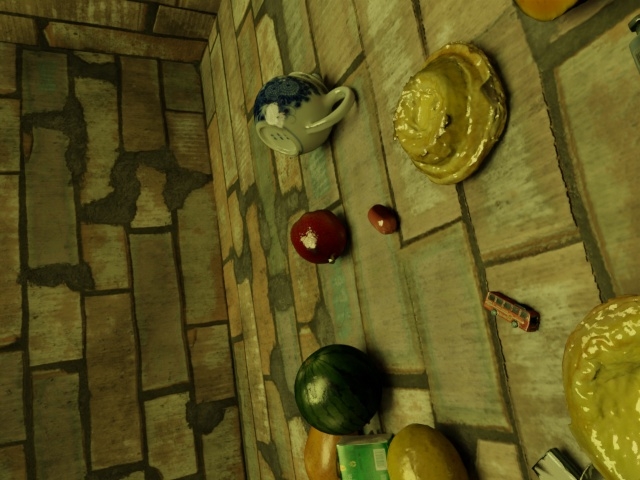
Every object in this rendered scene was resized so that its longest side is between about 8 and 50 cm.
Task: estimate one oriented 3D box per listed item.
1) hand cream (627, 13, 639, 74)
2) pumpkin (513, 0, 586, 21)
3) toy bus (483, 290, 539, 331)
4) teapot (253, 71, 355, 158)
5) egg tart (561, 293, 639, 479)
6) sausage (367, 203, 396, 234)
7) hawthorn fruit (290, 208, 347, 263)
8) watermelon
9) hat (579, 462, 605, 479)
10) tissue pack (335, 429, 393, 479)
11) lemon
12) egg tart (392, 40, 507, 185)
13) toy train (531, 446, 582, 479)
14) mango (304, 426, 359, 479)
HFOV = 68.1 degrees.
[{"bbox_3d":[0.463,-0.180,0.615,0.088,0.055,0.255,-29,69,53],"label":"hand cream"},{"bbox_3d":[0.382,-0.437,0.713,0.169,0.148,0.312,54,-168,-51],"label":"pumpkin"},{"bbox_3d":[0.356,0.131,0.887,0.110,0.031,0.043,34,116,59],"label":"toy bus"},{"bbox_3d":[-0.067,-0.417,1.483,0.424,0.252,0.279,11,66,44],"label":"teapot"},{"bbox_3d":[0.459,0.212,0.591,0.315,0.120,0.314,20,113,62],"label":"egg tart"},{"bbox_3d":[0.160,-0.053,1.231,0.094,0.059,0.054,52,155,44],"label":"sausage"},{"bbox_3d":[0.000,0.000,1.450,0.169,0.169,0.188,-58,47,49],"label":"hawthorn fruit"},{"bbox_3d":[0.050,0.408,1.299,0.242,0.243,0.242,12,104,63],"label":"watermelon"},{"bbox_3d":[0.430,0.384,0.693,0.121,0.050,0.121,-22,57,37],"label":"hat"},{"bbox_3d":[0.138,0.632,1.270,0.156,0.148,0.208,29,-129,-73],"label":"tissue pack"},{"bbox_3d":[0.234,0.506,1.027,0.207,0.170,0.170,62,144,38],"label":"lemon"},{"bbox_3d":[0.246,-0.260,0.978,0.290,0.116,0.289,13,105,61],"label":"egg tart"},{"bbox_3d":[0.443,0.444,0.729,0.055,0.048,0.252,-57,45,19],"label":"toy train"},{"bbox_3d":[0.042,0.629,1.449,0.191,0.160,0.290,159,115,-69],"label":"mango"}]
